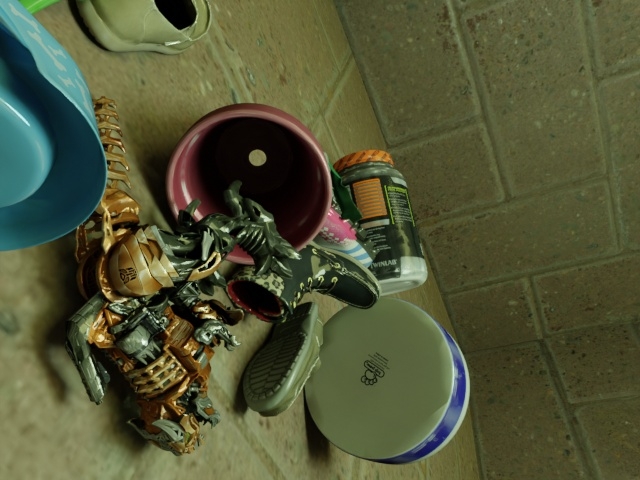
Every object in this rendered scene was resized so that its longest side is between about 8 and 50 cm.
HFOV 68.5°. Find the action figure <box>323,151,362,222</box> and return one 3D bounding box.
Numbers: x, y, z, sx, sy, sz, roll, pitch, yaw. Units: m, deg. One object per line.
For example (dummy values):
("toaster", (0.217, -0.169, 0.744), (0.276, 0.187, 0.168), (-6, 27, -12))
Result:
("action figure", (-0.001, -0.120, 1.041), (0.063, 0.137, 0.232), (18, 48, -53))

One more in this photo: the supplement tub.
("supplement tub", (0.134, -0.040, 1.179), (0.207, 0.207, 0.338), (30, 47, -64))

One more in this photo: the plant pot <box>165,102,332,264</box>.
("plant pot", (-0.093, -0.094, 0.645), (0.180, 0.201, 0.201), (-104, 169, -64))

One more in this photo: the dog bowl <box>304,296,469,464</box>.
("dog bowl", (0.108, 0.234, 0.799), (0.104, 0.265, 0.265), (43, 35, -51))

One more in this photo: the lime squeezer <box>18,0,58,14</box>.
("lime squeezer", (-0.281, -0.313, 0.480), (0.110, 0.059, 0.310), (-2, 73, -28))

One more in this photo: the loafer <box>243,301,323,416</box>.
("loafer", (-0.035, 0.180, 0.701), (0.087, 0.094, 0.251), (65, 20, -13))

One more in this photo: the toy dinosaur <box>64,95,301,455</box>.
("toy dinosaur", (-0.146, 0.029, 0.453), (0.218, 0.164, 0.322), (-26, 121, -55))

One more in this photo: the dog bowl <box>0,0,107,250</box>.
("dog bowl", (-0.250, -0.110, 0.250), (0.297, 0.166, 0.074), (53, 16, -46))

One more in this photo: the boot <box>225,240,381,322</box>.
("boot", (-0.021, 0.075, 0.730), (0.236, 0.085, 0.178), (32, 32, -5))

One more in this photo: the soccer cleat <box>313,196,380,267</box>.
("soccer cleat", (0.000, 0.000, 0.878), (0.116, 0.143, 0.331), (55, 9, 36))

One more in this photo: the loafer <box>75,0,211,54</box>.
("loafer", (-0.202, -0.307, 0.628), (0.268, 0.092, 0.102), (-68, 140, -59))
